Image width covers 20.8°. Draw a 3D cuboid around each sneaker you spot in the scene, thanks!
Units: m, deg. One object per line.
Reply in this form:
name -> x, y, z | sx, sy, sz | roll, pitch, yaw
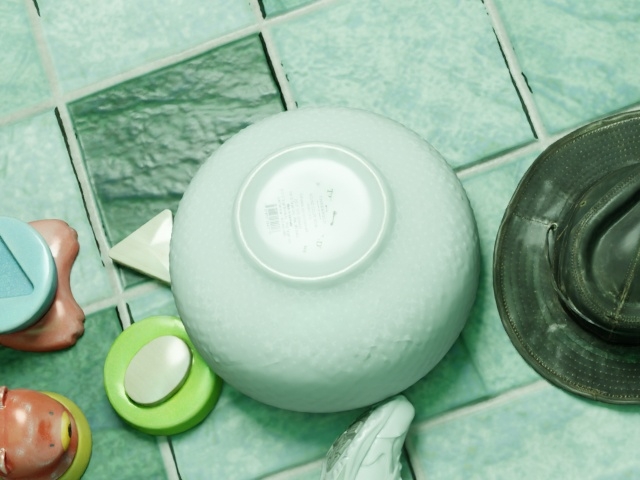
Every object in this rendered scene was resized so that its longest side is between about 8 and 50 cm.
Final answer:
sneaker -> 0.049, 0.272, 1.802 | 0.115, 0.090, 0.232 | 33, 73, -9

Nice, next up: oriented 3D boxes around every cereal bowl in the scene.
cereal bowl -> 0.000, 0.000, 1.821 | 0.339, 0.141, 0.339 | -2, 65, 5

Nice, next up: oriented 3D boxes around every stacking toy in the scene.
stacking toy -> -0.265, 0.098, 1.864 | 0.279, 0.130, 0.309 | -17, 73, 4

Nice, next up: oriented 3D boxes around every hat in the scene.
hat -> 0.329, 0.001, 1.802 | 0.331, 0.134, 0.331 | -3, 74, 9
